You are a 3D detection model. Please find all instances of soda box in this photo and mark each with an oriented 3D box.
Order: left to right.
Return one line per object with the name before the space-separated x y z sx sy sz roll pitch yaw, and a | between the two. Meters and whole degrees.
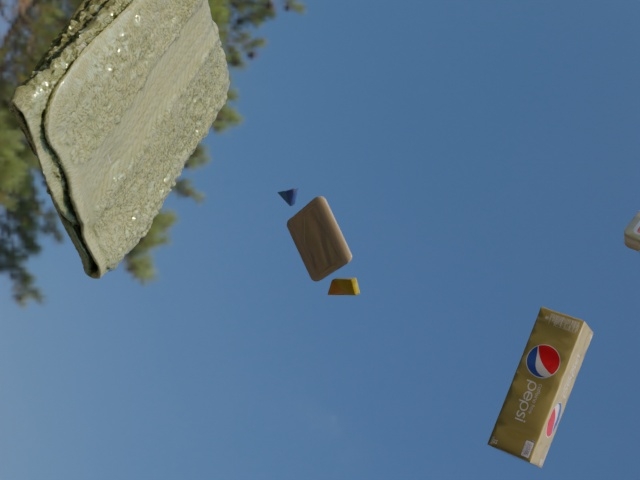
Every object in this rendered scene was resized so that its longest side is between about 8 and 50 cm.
soda box | 0.267 0.177 1.204 0.058 0.061 0.181 19 -99 30

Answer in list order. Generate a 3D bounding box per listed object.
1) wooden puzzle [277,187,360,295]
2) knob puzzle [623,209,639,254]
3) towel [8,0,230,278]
wooden puzzle | 0.000 0.000 0.932 0.078 0.014 0.116 -22 -90 58
knob puzzle | 0.311 -0.011 0.696 0.213 0.213 0.030 30 -47 46
towel | -0.082 -0.066 0.452 0.027 0.148 0.110 10 -40 18
